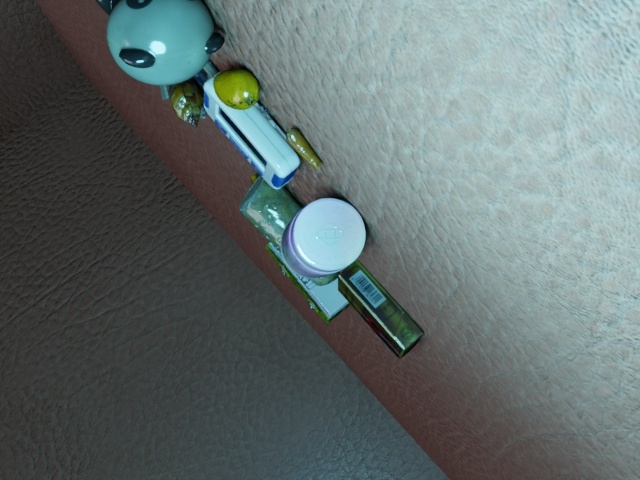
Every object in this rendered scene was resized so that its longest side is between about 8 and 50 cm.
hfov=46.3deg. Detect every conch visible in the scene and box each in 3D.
[{"bbox_3d":[-0.325,-0.352,1.807,0.233,0.080,0.086,-113,29,-51],"label":"conch"}]

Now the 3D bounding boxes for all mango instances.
[{"bbox_3d":[-0.164,-0.294,1.444,0.114,0.057,0.079,26,115,33],"label":"mango"}]

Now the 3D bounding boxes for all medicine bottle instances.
[{"bbox_3d":[0.000,0.000,1.592,0.152,0.152,0.254,50,169,-2],"label":"medicine bottle"}]

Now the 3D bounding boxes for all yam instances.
[{"bbox_3d":[-0.075,-0.021,1.888,0.330,0.133,0.133,49,169,0],"label":"yam"}]

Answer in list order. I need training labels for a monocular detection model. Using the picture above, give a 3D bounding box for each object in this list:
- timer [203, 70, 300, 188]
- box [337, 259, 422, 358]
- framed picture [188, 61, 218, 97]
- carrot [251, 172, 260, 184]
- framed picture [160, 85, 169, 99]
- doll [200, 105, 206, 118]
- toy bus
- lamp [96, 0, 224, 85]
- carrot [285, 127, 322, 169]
[{"bbox_3d":[-0.142,-0.232,1.575,0.253,0.078,0.178,50,168,-1],"label":"timer"},{"bbox_3d":[0.142,0.172,1.832,0.240,0.071,0.159,48,167,14],"label":"box"},{"bbox_3d":[-0.310,-0.416,1.766,0.232,0.024,0.315,50,170,0],"label":"framed picture"},{"bbox_3d":[-0.123,-0.115,2.005,0.171,0.042,0.042,46,169,10],"label":"carrot"},{"bbox_3d":[-0.382,-0.445,1.729,0.203,0.015,0.150,94,162,-61],"label":"framed picture"},{"bbox_3d":[-0.329,-0.355,2.023,0.114,0.039,0.057,-120,26,-75],"label":"doll"},{"bbox_3d":[-0.034,0.098,2.199,0.302,0.113,0.139,50,166,6],"label":"toy bus"},{"bbox_3d":[-0.304,-0.394,1.381,0.244,0.197,0.198,52,172,34],"label":"lamp"},{"bbox_3d":[-0.033,-0.178,1.444,0.093,0.032,0.032,49,170,-18],"label":"carrot"}]
